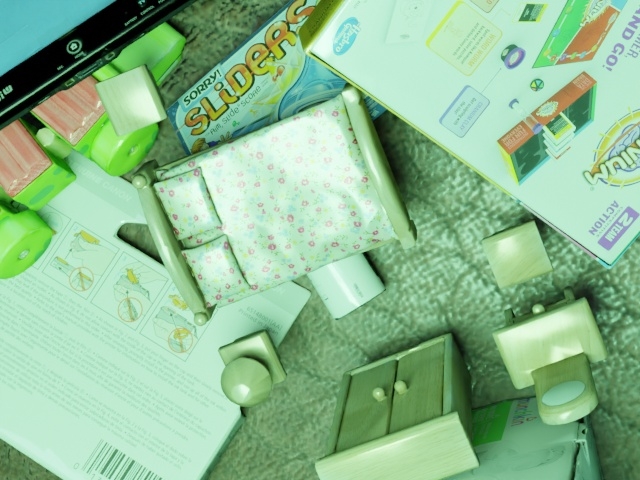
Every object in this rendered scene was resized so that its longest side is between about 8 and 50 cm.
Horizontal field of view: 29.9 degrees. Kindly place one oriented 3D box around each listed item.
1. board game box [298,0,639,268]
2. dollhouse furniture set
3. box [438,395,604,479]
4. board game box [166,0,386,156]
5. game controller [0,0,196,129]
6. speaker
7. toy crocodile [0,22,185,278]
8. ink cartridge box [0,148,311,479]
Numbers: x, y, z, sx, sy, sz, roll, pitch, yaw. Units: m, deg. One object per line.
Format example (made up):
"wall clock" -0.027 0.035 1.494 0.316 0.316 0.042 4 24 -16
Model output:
"board game box" 0.179 -0.158 0.924 0.316 0.064 0.242 34 105 -18
"dollhouse furniture set" 0.019 -0.002 0.912 0.303 0.174 0.356 -21 104 12
"box" 0.175 0.266 0.945 0.126 0.262 0.231 -14 94 16
"board game box" -0.030 -0.123 1.032 0.201 0.035 0.136 -39 57 15
"game controller" -0.233 -0.204 1.033 0.319 0.067 0.166 -34 53 0
"speaker" 0.000 0.000 1.061 0.055 0.055 0.136 -33 88 16
"toy crocodile" -0.255 -0.075 1.065 0.115 0.105 0.340 44 87 11
"ink cartridge box" -0.197 0.090 1.119 0.296 0.066 0.261 31 78 8
